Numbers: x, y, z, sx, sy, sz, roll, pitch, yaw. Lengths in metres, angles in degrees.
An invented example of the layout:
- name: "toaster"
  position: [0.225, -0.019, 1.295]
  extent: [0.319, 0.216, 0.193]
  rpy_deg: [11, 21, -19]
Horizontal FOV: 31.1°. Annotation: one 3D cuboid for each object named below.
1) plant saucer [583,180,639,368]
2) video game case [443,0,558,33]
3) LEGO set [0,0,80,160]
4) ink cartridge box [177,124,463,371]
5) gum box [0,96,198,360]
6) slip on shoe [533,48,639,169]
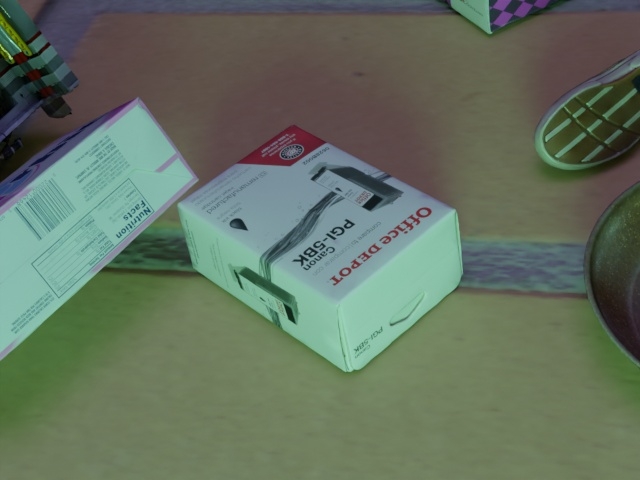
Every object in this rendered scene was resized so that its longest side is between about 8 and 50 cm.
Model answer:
- name: "plant saucer"
  position: [0.239, 0.028, 0.602]
  extent: [0.198, 0.036, 0.198]
  rpy_deg: [-6, 42, 5]
- name: "video game case"
  position: [0.166, -0.267, 0.927]
  extent: [0.232, 0.042, 0.210]
  rpy_deg: [-27, 45, -17]
- name: "LEGO set"
  position: [-0.320, -0.065, 0.749]
  extent: [0.255, 0.192, 0.331]
  rpy_deg: [-16, 30, 39]
- name: "ink cartridge box"
  position: [0.000, 0.000, 0.662]
  extent: [0.135, 0.056, 0.099]
  rpy_deg: [30, 55, 36]
- name: "gum box"
  position: [-0.166, -0.002, 0.658]
  extent: [0.107, 0.062, 0.188]
  rpy_deg: [-11, 29, 53]
- name: "slip on shoe"
  position: [0.187, -0.088, 0.735]
  extent: [0.135, 0.051, 0.041]
  rpy_deg: [-38, 9, -16]
